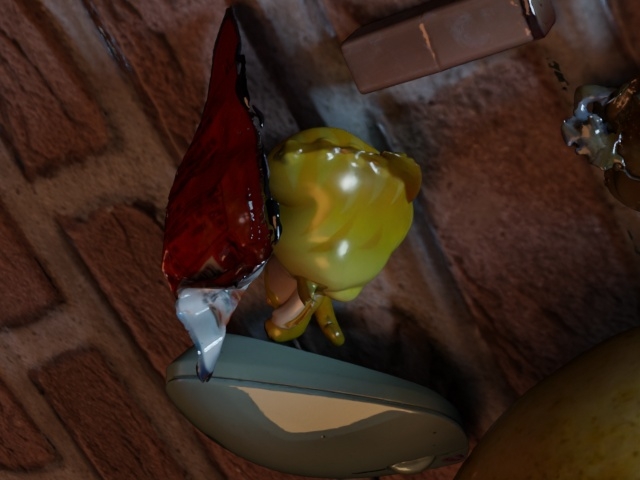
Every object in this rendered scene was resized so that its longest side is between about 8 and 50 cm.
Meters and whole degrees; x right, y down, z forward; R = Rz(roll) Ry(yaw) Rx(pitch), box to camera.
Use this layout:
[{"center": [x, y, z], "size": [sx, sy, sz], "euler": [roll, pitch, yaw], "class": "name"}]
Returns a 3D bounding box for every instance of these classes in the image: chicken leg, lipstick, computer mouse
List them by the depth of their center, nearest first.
[{"center": [0.245, -0.097, 0.593], "size": [0.125, 0.080, 0.196], "euler": [45, 130, 12], "class": "chicken leg"}, {"center": [0.089, -0.148, 0.662], "size": [0.145, 0.045, 0.045], "euler": [-13, 116, 33], "class": "lipstick"}, {"center": [-0.010, 0.169, 0.854], "size": [0.288, 0.097, 0.159], "euler": [14, 152, 17], "class": "computer mouse"}]

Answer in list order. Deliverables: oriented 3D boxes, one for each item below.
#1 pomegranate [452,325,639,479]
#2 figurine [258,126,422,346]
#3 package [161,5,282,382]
[{"center": [0.256, 0.265, 0.609], "size": [0.416, 0.417, 0.417], "euler": [14, 126, 20], "class": "pomegranate"}, {"center": [0.000, 0.000, 0.762], "size": [0.131, 0.156, 0.246], "euler": [6, 148, -12], "class": "figurine"}, {"center": [-0.085, -0.034, 0.704], "size": [0.071, 0.270, 0.194], "euler": [13, 131, -31], "class": "package"}]
